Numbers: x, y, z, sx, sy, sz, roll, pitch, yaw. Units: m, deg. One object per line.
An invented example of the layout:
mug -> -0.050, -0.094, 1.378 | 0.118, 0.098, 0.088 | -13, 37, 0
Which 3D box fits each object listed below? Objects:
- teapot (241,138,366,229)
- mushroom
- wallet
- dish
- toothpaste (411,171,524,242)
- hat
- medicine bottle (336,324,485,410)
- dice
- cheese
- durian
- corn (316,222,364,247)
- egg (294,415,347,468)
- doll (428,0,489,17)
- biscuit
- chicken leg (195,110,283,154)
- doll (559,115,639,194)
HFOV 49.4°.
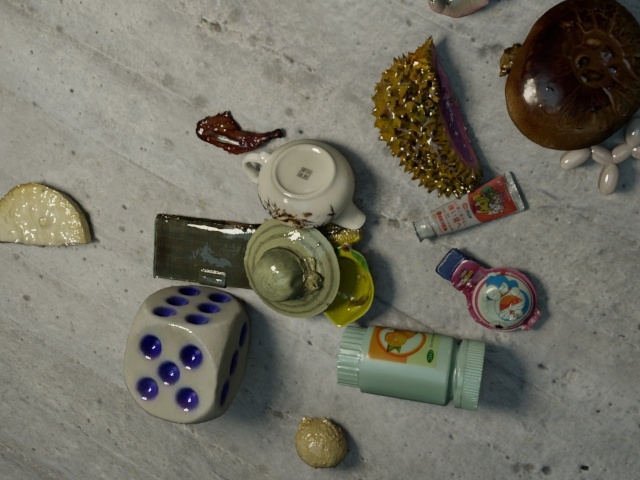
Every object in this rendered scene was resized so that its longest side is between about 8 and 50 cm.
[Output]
teapot -> -0.045, -0.128, 1.534 | 0.300, 0.166, 0.208 | 25, 80, 26
mushroom -> 0.477, -0.318, 1.310 | 0.278, 0.163, 0.296 | 23, 89, 11
wallet -> -0.257, 0.030, 1.691 | 0.317, 0.044, 0.168 | 6, 102, 13
dish -> 0.062, 0.094, 1.599 | 0.149, 0.080, 0.207 | 13, 109, 16
toothpaste -> 0.314, -0.063, 1.504 | 0.234, 0.057, 0.089 | -23, 94, 12
hat -> -0.089, 0.077, 1.550 | 0.252, 0.110, 0.251 | 8, 111, 22
medicine bottle -> 0.203, 0.281, 1.567 | 0.318, 0.158, 0.158 | 6, 106, 14
dice -> -0.312, 0.264, 1.655 | 0.243, 0.259, 0.251 | 12, 107, 11
cheese -> 0.369, 0.111, 1.526 | 0.244, 0.062, 0.155 | 36, 113, 4
durian -> 0.207, -0.231, 1.452 | 0.191, 0.112, 0.341 | -19, 101, 17
corn -> 0.000, 0.000, 1.597 | 0.203, 0.072, 0.071 | -15, 100, 19
egg -> 0.000, 0.501, 1.713 | 0.140, 0.118, 0.116 | 33, 154, -4
doll -> 0.265, -0.536, 1.363 | 0.149, 0.095, 0.191 | -9, 100, 11
biscuit -> -0.730, -0.060, 1.777 | 0.281, 0.084, 0.179 | -3, 104, 17
chicken leg -> -0.192, -0.241, 1.599 | 0.205, 0.053, 0.093 | 20, 95, 6
doll -> 0.584, -0.179, 1.388 | 0.161, 0.059, 0.160 | 32, 112, 6
